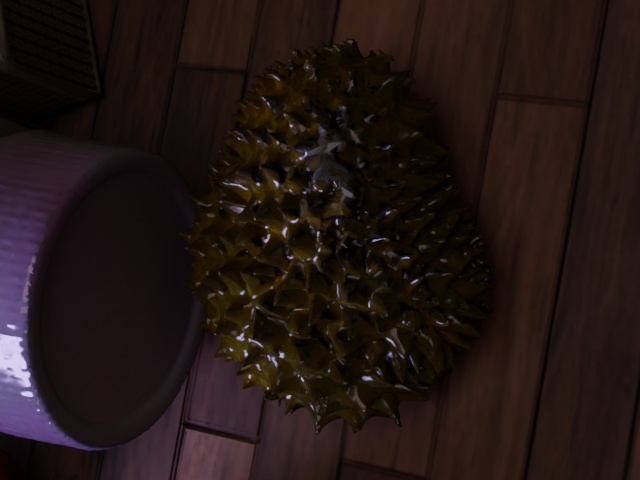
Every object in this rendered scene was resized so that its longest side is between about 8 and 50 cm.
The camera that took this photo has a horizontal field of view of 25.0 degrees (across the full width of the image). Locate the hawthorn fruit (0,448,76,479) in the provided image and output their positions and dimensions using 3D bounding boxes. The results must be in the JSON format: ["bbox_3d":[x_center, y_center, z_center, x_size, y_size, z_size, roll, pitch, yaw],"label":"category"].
[{"bbox_3d":[-0.260,0.194,1.013,0.140,0.125,0.125,-21,74,25],"label":"hawthorn fruit"}]

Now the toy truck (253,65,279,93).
[{"bbox_3d":[-0.042,-0.079,0.992,0.032,0.024,0.083,28,101,57],"label":"toy truck"}]

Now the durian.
[{"bbox_3d":[0.006,-0.004,0.891,0.183,0.138,0.250,-16,80,-11],"label":"durian"}]

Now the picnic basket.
[{"bbox_3d":[-0.232,-0.170,1.051,0.079,0.115,0.164,-18,75,26],"label":"picnic basket"}]

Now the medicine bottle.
[{"bbox_3d":[-0.286,0.015,0.996,0.388,0.219,0.219,9,87,28],"label":"medicine bottle"}]
